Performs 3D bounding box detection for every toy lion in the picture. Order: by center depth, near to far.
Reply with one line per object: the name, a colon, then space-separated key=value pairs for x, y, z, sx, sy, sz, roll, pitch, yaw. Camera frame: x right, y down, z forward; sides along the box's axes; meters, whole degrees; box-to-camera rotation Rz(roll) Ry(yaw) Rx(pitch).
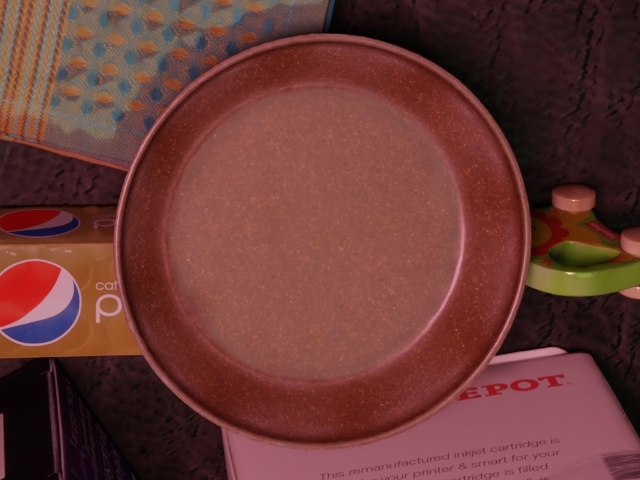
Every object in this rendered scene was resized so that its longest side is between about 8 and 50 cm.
toy lion: x=0.110 y=0.004 z=1.000 sx=0.096 sy=0.100 sz=0.034 roll=-12 pitch=116 yaw=-25

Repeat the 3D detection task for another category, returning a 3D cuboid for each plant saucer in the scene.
plant saucer: x=0.000 y=0.000 z=0.949 sx=0.199 sy=0.036 sz=0.198 roll=-1 pitch=99 yaw=-9

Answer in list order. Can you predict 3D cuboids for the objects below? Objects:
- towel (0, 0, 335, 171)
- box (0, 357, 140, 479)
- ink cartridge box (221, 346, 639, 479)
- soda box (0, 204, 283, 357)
towel: x=-0.159 y=-0.182 z=0.912 sx=0.370 sy=0.040 sz=0.271 roll=13 pitch=108 yaw=-12
box: x=-0.124 y=0.189 z=1.004 sx=0.108 sy=0.153 sz=0.207 roll=-31 pitch=114 yaw=3
ink cartridge box: x=0.073 y=0.179 z=0.962 sx=0.207 sy=0.283 sz=0.117 roll=-8 pitch=116 yaw=-6
soda box: x=-0.111 y=0.019 z=0.987 sx=0.181 sy=0.058 sz=0.061 roll=-1 pitch=110 yaw=-10
